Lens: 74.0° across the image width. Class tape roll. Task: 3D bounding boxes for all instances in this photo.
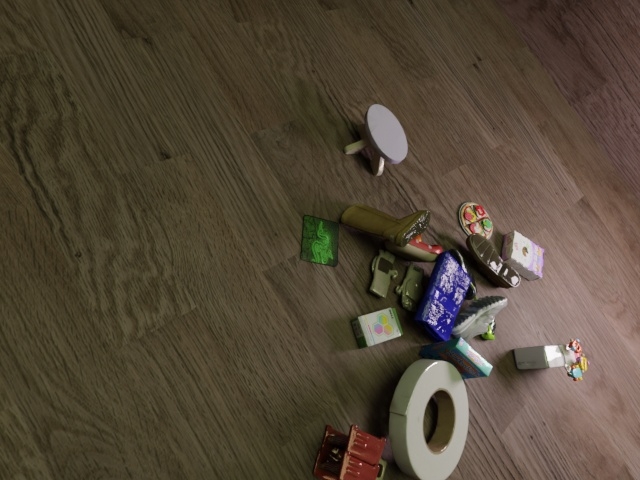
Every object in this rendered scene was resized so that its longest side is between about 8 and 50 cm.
[{"bbox_3d":[0.370,0.594,1.419,0.393,0.072,0.390,5,82,-43],"label":"tape roll"}]

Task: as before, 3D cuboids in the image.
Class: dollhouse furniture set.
[{"bbox_3d":[0.186,0.704,1.287,0.375,0.201,0.152,30,59,-12],"label":"dollhouse furniture set"}]

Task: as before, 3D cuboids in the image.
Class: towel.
[{"bbox_3d":[0.480,0.223,1.637,0.228,0.076,0.308,44,63,-39],"label":"towel"}]

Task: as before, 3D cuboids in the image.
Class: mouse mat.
[{"bbox_3d":[0.000,0.000,1.607,0.153,0.007,0.189,13,65,-22],"label":"mouse mat"}]

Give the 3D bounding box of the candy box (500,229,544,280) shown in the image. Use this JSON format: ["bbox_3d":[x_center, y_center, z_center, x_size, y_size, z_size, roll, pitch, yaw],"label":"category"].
[{"bbox_3d":[0.959,0.072,2.018,0.196,0.070,0.164,30,59,-13],"label":"candy box"}]

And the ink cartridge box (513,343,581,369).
[{"bbox_3d":[0.954,0.488,1.787,0.218,0.159,0.092,2,72,-26],"label":"ink cartridge box"}]

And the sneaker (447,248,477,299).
[{"bbox_3d":[0.602,0.149,1.819,0.097,0.084,0.234,-1,69,-53],"label":"sneaker"}]

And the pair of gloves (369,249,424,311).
[{"bbox_3d":[0.298,0.156,1.670,0.240,0.042,0.204,24,57,-18],"label":"pair of gloves"}]

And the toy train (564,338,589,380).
[{"bbox_3d":[1.008,0.480,1.699,0.125,0.046,0.166,48,58,-5],"label":"toy train"}]

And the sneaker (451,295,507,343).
[{"bbox_3d":[0.648,0.322,1.734,0.282,0.105,0.115,-30,101,-10],"label":"sneaker"}]

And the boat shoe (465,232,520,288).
[{"bbox_3d":[0.736,0.101,1.879,0.111,0.104,0.307,-43,93,-24],"label":"boat shoe"}]

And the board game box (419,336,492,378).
[{"bbox_3d":[0.484,0.435,1.544,0.160,0.210,0.047,43,57,-4],"label":"board game box"}]

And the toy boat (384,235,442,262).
[{"bbox_3d":[0.381,0.000,1.700,0.231,0.151,0.150,22,81,-18],"label":"toy boat"}]

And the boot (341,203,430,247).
[{"bbox_3d":[0.255,-0.089,1.642,0.270,0.089,0.236,25,41,35],"label":"boot"}]

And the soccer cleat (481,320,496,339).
[{"bbox_3d":[0.710,0.333,1.797,0.072,0.060,0.178,27,62,-31],"label":"soccer cleat"}]

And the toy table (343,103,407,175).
[{"bbox_3d":[0.242,-0.420,1.814,0.253,0.161,0.273,3,67,-25],"label":"toy table"}]

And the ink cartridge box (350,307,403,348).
[{"bbox_3d":[0.223,0.313,1.553,0.210,0.062,0.108,-9,73,-30],"label":"ink cartridge box"}]

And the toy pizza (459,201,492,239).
[{"bbox_3d":[0.737,-0.093,1.999,0.202,0.032,0.201,10,65,-23],"label":"toy pizza"}]
